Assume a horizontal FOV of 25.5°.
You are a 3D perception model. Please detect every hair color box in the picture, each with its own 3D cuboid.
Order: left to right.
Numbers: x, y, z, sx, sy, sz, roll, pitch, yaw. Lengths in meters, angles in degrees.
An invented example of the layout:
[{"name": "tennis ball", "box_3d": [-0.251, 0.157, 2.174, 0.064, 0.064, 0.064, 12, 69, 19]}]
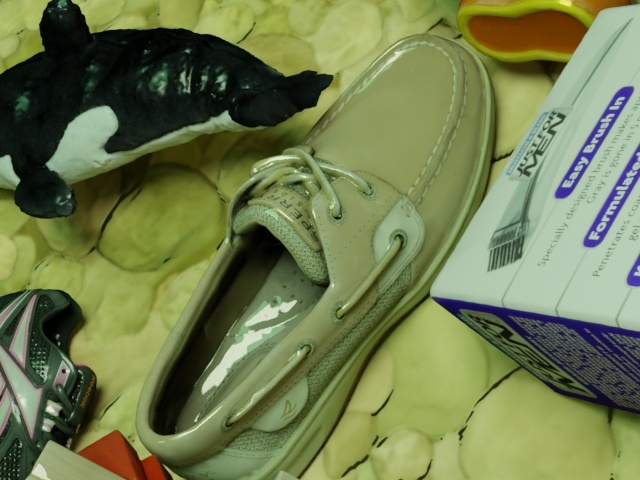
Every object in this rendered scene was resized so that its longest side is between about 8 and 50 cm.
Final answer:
[{"name": "hair color box", "box_3d": [0.209, -0.011, 0.598, 0.185, 0.110, 0.339, -57, 25, -12]}]

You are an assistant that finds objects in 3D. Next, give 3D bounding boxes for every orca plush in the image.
[{"name": "orca plush", "box_3d": [-0.139, -0.095, 0.861, 0.287, 0.102, 0.151, 9, 51, 49]}]

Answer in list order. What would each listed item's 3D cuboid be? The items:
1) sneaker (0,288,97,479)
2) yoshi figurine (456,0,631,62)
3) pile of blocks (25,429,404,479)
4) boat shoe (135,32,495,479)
[{"name": "sneaker", "box_3d": [-0.169, 0.100, 0.834, 0.077, 0.072, 0.178, -14, 63, 5]}, {"name": "yoshi figurine", "box_3d": [0.185, -0.286, 0.812, 0.203, 0.203, 0.362, 24, 67, 14]}, {"name": "pile of blocks", "box_3d": [0.008, 0.174, 0.683, 0.362, 0.149, 0.112, 13, 53, 20]}, {"name": "boat shoe", "box_3d": [0.000, 0.000, 0.788, 0.109, 0.098, 0.302, 24, 75, 33]}]
